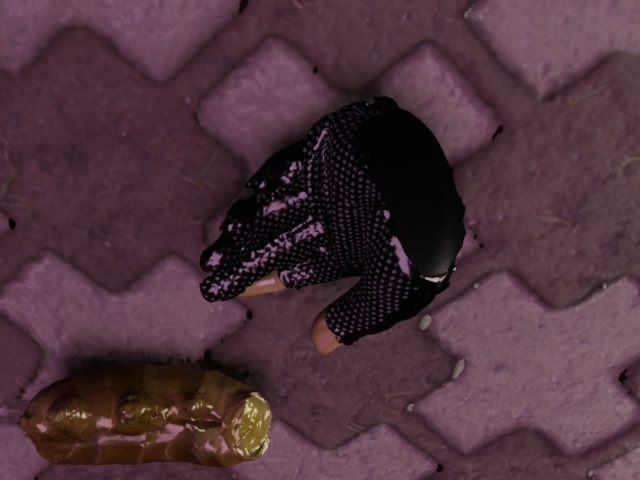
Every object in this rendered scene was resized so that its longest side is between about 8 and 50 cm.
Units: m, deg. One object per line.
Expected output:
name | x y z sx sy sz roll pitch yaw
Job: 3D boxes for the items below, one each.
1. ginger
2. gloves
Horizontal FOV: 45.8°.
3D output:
ginger | -0.146 0.133 0.581 0.205 0.081 0.115 -11 130 10
gloves | 0.000 -0.003 0.493 0.129 0.106 0.180 43 143 -23
